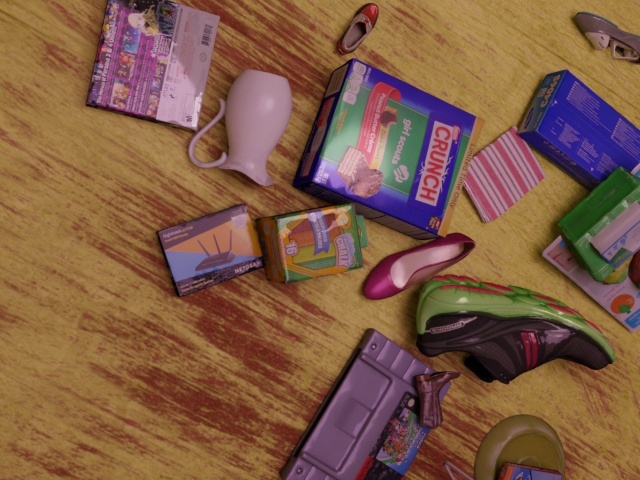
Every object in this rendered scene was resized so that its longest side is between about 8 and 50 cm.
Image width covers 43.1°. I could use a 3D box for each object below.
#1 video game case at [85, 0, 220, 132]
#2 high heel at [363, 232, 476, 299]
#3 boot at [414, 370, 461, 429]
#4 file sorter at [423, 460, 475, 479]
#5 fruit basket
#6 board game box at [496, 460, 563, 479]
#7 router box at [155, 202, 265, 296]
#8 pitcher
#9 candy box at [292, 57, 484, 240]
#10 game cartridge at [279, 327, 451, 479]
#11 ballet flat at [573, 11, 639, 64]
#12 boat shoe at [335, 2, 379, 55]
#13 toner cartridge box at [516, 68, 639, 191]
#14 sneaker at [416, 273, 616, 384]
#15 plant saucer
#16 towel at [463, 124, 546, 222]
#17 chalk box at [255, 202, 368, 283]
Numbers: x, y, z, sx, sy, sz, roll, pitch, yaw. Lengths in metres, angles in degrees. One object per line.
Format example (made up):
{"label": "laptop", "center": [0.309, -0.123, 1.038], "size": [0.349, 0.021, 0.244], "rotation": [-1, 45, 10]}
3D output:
{"label": "video game case", "center": [-0.314, -0.340, 1.527], "size": [0.210, 0.042, 0.232], "rotation": [12, 86, -20]}
{"label": "high heel", "center": [0.206, 0.056, 1.679], "size": [0.244, 0.117, 0.082], "rotation": [-24, 98, -19]}
{"label": "boot", "center": [0.248, 0.331, 1.681], "size": [0.106, 0.037, 0.114], "rotation": [-5, 83, -12]}
{"label": "file sorter", "center": [0.234, 0.610, 1.630], "size": [0.278, 0.193, 0.173], "rotation": [-36, 117, -17]}
{"label": "fruit basket", "center": [0.722, 0.020, 1.802], "size": [0.353, 0.165, 0.327], "rotation": [40, 108, -18]}
{"label": "board game box", "center": [0.421, 0.626, 1.776], "size": [0.145, 0.027, 0.281], "rotation": [15, 98, -21]}
{"label": "router box", "center": [-0.211, 0.018, 1.562], "size": [0.179, 0.046, 0.133], "rotation": [-20, 97, -19]}
{"label": "pitcher", "center": [-0.152, -0.224, 1.555], "size": [0.178, 0.125, 0.207], "rotation": [13, 97, -5]}
{"label": "candy box", "center": [0.141, -0.177, 1.653], "size": [0.317, 0.122, 0.268], "rotation": [21, 82, -20]}
{"label": "game cartridge", "center": [0.103, 0.389, 1.674], "size": [0.230, 0.068, 0.355], "rotation": [35, 79, -13]}
{"label": "ballet flat", "center": [0.674, -0.464, 1.879], "size": [0.213, 0.072, 0.068], "rotation": [16, 89, -20]}
{"label": "boat shoe", "center": [0.081, -0.439, 1.673], "size": [0.049, 0.043, 0.137], "rotation": [40, 76, -14]}
{"label": "toner cartridge box", "center": [0.622, -0.221, 1.846], "size": [0.348, 0.075, 0.165], "rotation": [32, 78, -21]}
{"label": "sneaker", "center": [0.411, 0.209, 1.749], "size": [0.483, 0.185, 0.202], "rotation": [14, 103, -17]}
{"label": "plant saucer", "center": [0.457, 0.513, 1.816], "size": [0.241, 0.037, 0.241], "rotation": [0, 90, -21]}
{"label": "towel", "center": [0.400, -0.148, 1.802], "size": [0.197, 0.029, 0.144], "rotation": [-37, 103, -19]}
{"label": "chalk box", "center": [0.000, 0.000, 1.595], "size": [0.213, 0.132, 0.132], "rotation": [-12, 95, -20]}
